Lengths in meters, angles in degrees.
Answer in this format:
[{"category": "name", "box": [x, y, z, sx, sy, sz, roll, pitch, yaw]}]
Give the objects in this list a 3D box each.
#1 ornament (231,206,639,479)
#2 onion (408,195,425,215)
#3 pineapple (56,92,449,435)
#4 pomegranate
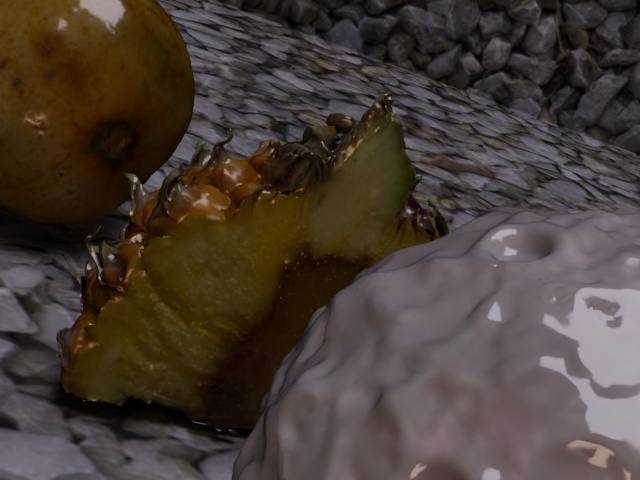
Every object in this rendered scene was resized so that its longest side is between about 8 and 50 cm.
[{"category": "ornament", "box": [0.111, 0.153, 0.588, 0.337, 0.337, 0.337, 19, 19, -7]}, {"category": "onion", "box": [0.000, 0.000, 1.127, 0.218, 0.139, 0.195, 21, 16, -9]}, {"category": "pineapple", "box": [-0.020, -0.010, 0.937, 0.344, 0.286, 0.209, 13, 21, -24]}, {"category": "pomegranate", "box": [-0.248, -0.146, 1.116, 0.261, 0.260, 0.260, 19, 19, -7]}]
